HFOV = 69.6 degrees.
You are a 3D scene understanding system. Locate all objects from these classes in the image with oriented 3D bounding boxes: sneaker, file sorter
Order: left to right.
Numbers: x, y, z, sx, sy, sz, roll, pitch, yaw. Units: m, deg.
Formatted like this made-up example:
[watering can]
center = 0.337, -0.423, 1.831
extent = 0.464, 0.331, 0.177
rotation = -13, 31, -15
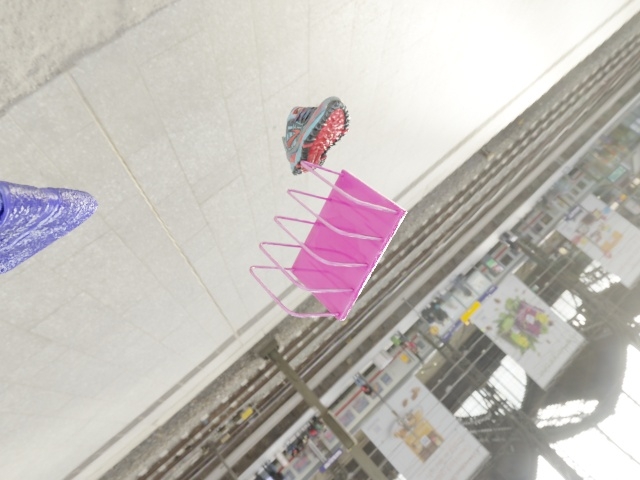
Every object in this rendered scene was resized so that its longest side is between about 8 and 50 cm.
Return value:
[sneaker]
center = -0.031, -0.238, 0.979
extent = 0.104, 0.125, 0.262
rotation = -23, 172, -26
[file sorter]
center = 0.000, 0.000, 1.004
extent = 0.182, 0.202, 0.291
rotation = 8, 116, -48

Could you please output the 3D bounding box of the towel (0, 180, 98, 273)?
[towel]
center = -0.480, -0.004, 0.683
extent = 0.227, 0.076, 0.308
rotation = -28, -173, -3
